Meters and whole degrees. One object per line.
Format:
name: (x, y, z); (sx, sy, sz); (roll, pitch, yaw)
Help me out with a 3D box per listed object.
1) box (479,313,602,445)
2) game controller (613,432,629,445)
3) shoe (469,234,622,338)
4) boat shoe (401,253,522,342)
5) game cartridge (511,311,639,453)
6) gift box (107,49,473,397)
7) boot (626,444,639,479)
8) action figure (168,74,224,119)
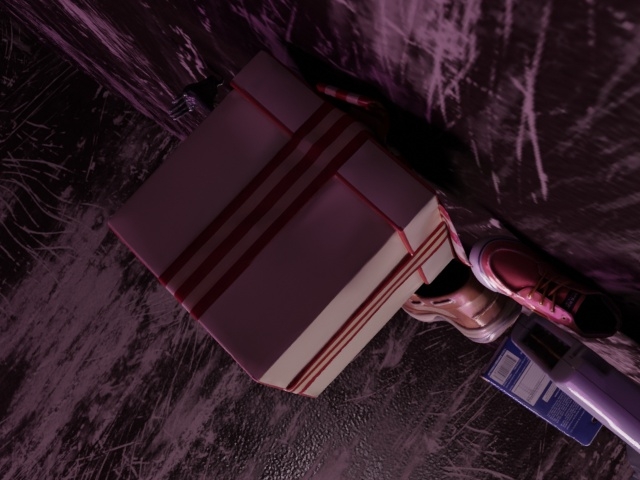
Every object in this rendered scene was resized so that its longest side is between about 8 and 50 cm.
box: (0.416, 0.251, 1.411); (0.225, 0.136, 0.036); (35, 176, 1)
game controller: (0.490, 0.254, 0.928); (0.166, 0.067, 0.319); (-8, -170, -15)
shoe: (0.249, 0.051, 0.858); (0.178, 0.063, 0.081); (30, 178, -25)
boat shoe: (0.188, 0.062, 1.261); (0.116, 0.123, 0.324); (43, 167, -22)
game cartridge: (0.320, 0.172, 0.866); (0.198, 0.062, 0.297); (43, -175, 2)
gift box: (0.000, 0.000, 0.797); (0.276, 0.258, 0.255); (42, 179, 15)
boot: (0.598, 0.459, 1.044); (0.146, 0.367, 0.445); (-5, -166, -28)
action figure: (-0.081, -0.113, 1.086); (0.275, 0.141, 0.164); (37, 177, 30)
